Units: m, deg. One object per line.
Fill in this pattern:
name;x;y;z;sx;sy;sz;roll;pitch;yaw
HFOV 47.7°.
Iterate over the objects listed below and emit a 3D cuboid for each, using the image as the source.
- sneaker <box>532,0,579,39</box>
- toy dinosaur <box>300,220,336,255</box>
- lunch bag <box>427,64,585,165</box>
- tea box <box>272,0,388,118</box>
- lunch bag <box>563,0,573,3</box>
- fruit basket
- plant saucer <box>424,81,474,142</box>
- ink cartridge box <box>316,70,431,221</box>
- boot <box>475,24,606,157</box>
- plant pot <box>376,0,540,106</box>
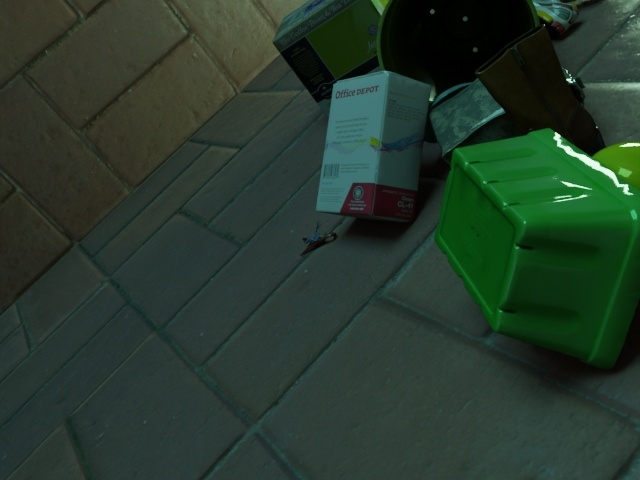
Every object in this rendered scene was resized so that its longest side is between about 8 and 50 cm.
sneaker;0.560;-0.590;1.822;0.093;0.088;0.225;-41;51;6
toy dinosaur;0.000;0.000;1.745;0.082;0.047;0.090;7;84;45
lunch bag;0.384;-0.249;1.462;0.287;0.169;0.235;-36;25;19
tea box;0.084;-0.618;2.269;0.329;0.323;0.220;-26;29;25
lunch bag;0.610;-0.712;1.860;0.108;0.224;0.279;-11;5;-35
fruit basket;0.395;-0.019;1.065;0.392;0.283;0.392;7;25;-3
plant saucer;0.301;-0.298;1.638;0.195;0.195;0.037;-33;63;13
ink cartridge box;0.115;-0.202;1.615;0.226;0.131;0.306;10;90;58
boot;0.357;-0.188;1.267;0.264;0.280;0.096;-40;26;-1
plant pot;0.348;-0.523;1.788;0.366;0.366;0.353;-27;17;25
